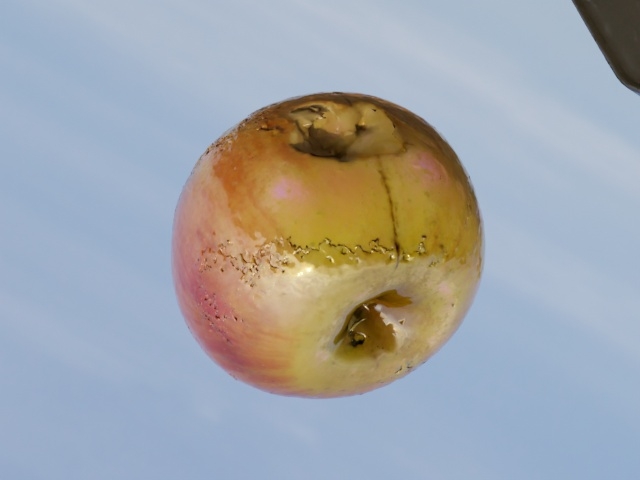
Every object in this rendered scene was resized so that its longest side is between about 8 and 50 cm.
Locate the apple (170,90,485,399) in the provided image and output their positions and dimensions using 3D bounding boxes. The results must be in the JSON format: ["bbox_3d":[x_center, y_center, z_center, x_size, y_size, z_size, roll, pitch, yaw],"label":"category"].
[{"bbox_3d":[0.000,0.000,0.856,0.146,0.146,0.146,25,-159,-10],"label":"apple"}]

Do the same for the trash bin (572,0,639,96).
[{"bbox_3d":[0.180,-0.104,0.708,0.225,0.115,0.165,18,-139,-49],"label":"trash bin"}]
